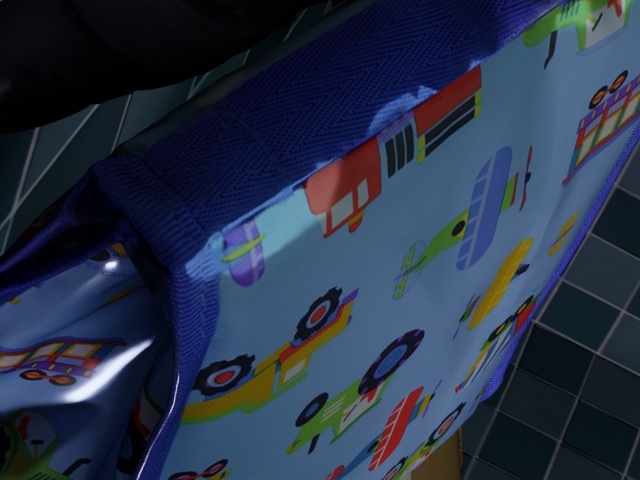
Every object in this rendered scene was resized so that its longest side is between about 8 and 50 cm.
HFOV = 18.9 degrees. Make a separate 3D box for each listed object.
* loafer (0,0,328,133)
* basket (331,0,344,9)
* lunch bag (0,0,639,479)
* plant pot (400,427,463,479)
[{"bbox_3d":[-0.042,-0.104,0.598,0.095,0.109,0.302,-29,-172,23],"label":"loafer"},{"bbox_3d":[0.091,-0.208,1.200,0.227,0.154,0.204,98,-5,-66],"label":"basket"},{"bbox_3d":[0.000,0.000,0.567,0.221,0.138,0.293,-34,171,-33],"label":"lunch bag"},{"bbox_3d":[-0.041,0.141,1.059,0.291,0.291,0.203,-55,155,-68],"label":"plant pot"}]
